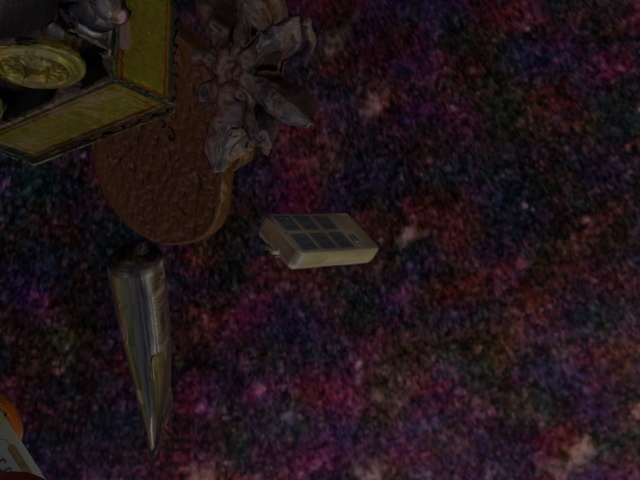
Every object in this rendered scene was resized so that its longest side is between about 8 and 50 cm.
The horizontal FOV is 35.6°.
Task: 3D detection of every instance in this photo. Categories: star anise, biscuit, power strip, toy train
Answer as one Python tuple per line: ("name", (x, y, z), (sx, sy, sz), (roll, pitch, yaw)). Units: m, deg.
("star anise", (-0.081, -0.192, 1.156), (0.093, 0.229, 0.236), (1, 119, -50))
("biscuit", (-0.256, -0.184, 1.715), (0.350, 0.070, 0.394), (13, 113, 28))
("power strip", (0.000, 0.000, 1.347), (0.192, 0.081, 0.035), (-3, 132, -50))
("toy train", (-0.249, -0.169, 0.888), (0.260, 0.134, 0.177), (-14, 159, 36))

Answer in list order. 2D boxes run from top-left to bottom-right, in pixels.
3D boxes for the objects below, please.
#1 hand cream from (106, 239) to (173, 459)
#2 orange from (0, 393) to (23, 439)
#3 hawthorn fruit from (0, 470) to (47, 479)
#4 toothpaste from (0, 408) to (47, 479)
("hand cream", (-0.175, 0.103, 1.000), (0.055, 0.086, 0.235), (2, 119, 8))
("orange", (-0.675, 0.375, 1.958), (0.177, 0.178, 0.155), (5, 137, -12))
("hawthorn fruit", (-0.228, 0.256, 0.702), (0.189, 0.189, 0.189), (-4, 127, -6))
("toothpaste", (-0.383, 0.301, 1.228), (0.089, 0.313, 0.071), (-33, 172, -25))
